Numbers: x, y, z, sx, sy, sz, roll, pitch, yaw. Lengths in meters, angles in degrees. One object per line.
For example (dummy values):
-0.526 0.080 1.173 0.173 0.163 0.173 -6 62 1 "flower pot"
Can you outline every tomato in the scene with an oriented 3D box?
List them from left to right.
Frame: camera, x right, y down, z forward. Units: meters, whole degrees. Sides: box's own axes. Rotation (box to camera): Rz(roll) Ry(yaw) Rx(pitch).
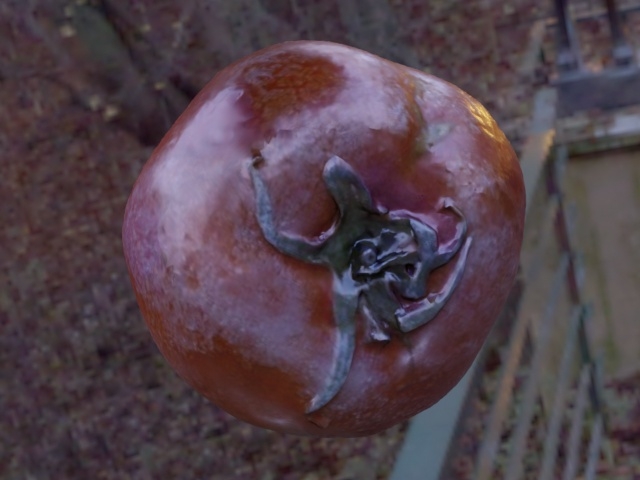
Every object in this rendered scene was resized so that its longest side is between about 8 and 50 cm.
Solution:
-0.004 -0.002 0.839 0.232 0.232 0.188 -17 7 -13 "tomato"
